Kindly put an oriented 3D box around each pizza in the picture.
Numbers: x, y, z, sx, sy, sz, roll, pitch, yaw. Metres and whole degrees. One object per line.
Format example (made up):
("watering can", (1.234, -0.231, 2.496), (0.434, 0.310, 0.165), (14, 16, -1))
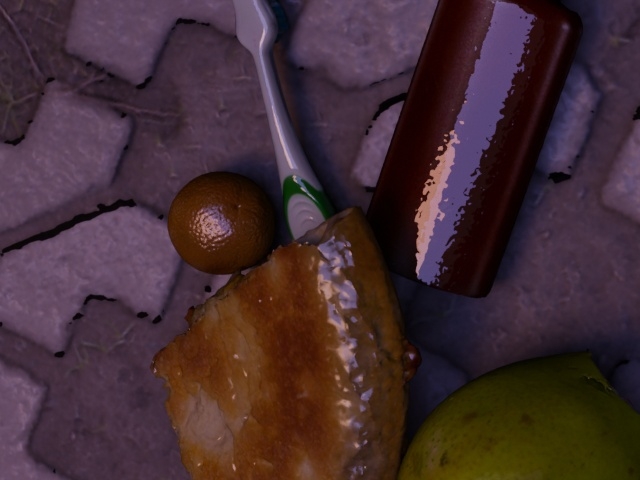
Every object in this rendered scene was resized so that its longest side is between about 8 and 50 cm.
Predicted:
("pizza", (-0.029, 0.115, 0.993), (0.226, 0.086, 0.335), (28, 121, 38))

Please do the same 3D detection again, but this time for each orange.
("orange", (-0.072, -0.011, 1.005), (0.085, 0.085, 0.085), (3, 99, 17))

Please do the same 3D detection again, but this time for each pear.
("pear", (0.132, 0.184, 0.909), (0.220, 0.187, 0.187), (-40, 85, 0))

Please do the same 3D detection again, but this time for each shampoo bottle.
("shampoo bottle", (0.110, -0.097, 0.941), (0.102, 0.064, 0.260), (22, 103, 14))

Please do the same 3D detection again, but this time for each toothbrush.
("toothbrush", (-0.002, 0.001, 1.002), (0.042, 0.040, 0.418), (-12, 95, 27))
